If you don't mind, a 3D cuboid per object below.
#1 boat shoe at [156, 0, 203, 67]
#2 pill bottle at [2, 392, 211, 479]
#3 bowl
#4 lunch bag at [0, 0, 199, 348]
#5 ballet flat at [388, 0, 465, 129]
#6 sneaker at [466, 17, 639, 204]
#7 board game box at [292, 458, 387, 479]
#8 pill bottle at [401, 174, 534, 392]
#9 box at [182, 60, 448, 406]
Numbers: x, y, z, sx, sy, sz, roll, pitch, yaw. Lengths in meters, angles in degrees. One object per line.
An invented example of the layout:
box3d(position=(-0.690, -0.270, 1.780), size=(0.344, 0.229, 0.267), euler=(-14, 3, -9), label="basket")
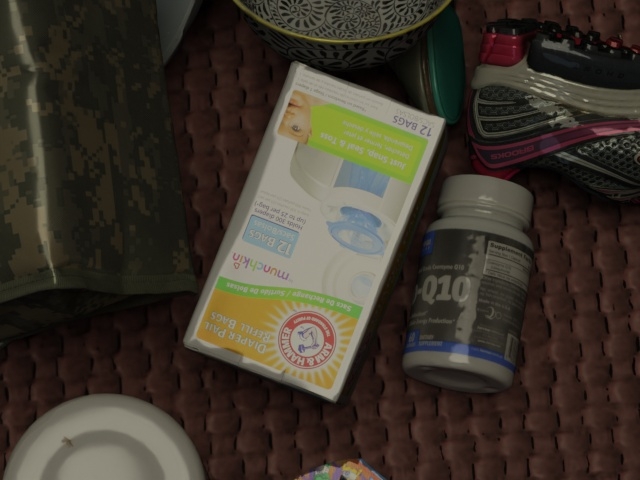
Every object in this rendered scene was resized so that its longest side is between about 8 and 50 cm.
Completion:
box3d(position=(-0.113, -0.225, 1.394), size=(0.113, 0.105, 0.306), euler=(24, 101, 7), label="boat shoe")
box3d(position=(-0.124, 0.173, 1.224), size=(0.121, 0.221, 0.121), euler=(0, 74, 0), label="pill bottle")
box3d(position=(0.013, -0.169, 1.335), size=(0.170, 0.080, 0.170), euler=(1, 51, -1), label="bowl")
box3d(position=(-0.243, -0.047, 1.303), size=(0.287, 0.169, 0.235), euler=(-15, 80, 33), label="lunch bag")
box3d(position=(0.067, -0.174, 1.409), size=(0.068, 0.072, 0.213), euler=(-7, 72, 27), label="ballet flat")
box3d(position=(0.249, -0.072, 1.356), size=(0.299, 0.121, 0.112), euler=(13, 104, 3), label="sneaker")
box3d(position=(0.027, 0.228, 1.304), size=(0.169, 0.033, 0.133), euler=(39, 78, 11), label="board game box")
box3d(position=(0.104, 0.029, 1.336), size=(0.078, 0.078, 0.137), euler=(10, 74, 3), label="pill bottle")
box3d(position=(0.000, 0.000, 1.316), size=(0.114, 0.103, 0.203), euler=(22, 86, 7), label="box")
